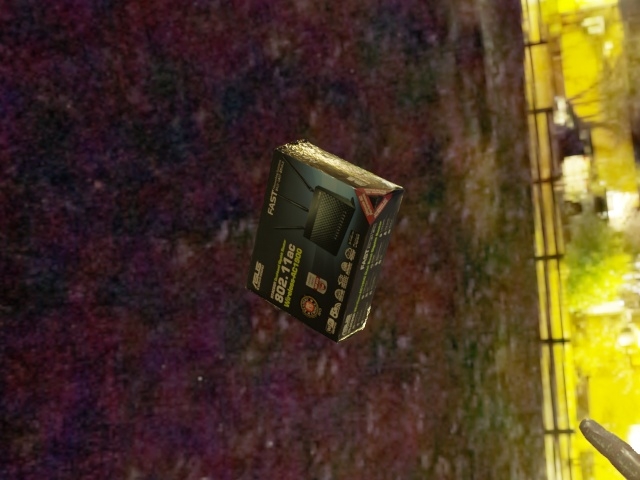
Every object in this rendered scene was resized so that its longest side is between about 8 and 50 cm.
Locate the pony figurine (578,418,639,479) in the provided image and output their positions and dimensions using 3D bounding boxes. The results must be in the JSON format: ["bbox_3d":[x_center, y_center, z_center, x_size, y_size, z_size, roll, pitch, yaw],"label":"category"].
[{"bbox_3d":[0.252,0.249,0.343,0.303,0.351,0.363,13,83,-47],"label":"pony figurine"}]

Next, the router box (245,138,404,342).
[{"bbox_3d":[0.000,0.000,0.637,0.038,0.092,0.122,-22,133,-51],"label":"router box"}]
